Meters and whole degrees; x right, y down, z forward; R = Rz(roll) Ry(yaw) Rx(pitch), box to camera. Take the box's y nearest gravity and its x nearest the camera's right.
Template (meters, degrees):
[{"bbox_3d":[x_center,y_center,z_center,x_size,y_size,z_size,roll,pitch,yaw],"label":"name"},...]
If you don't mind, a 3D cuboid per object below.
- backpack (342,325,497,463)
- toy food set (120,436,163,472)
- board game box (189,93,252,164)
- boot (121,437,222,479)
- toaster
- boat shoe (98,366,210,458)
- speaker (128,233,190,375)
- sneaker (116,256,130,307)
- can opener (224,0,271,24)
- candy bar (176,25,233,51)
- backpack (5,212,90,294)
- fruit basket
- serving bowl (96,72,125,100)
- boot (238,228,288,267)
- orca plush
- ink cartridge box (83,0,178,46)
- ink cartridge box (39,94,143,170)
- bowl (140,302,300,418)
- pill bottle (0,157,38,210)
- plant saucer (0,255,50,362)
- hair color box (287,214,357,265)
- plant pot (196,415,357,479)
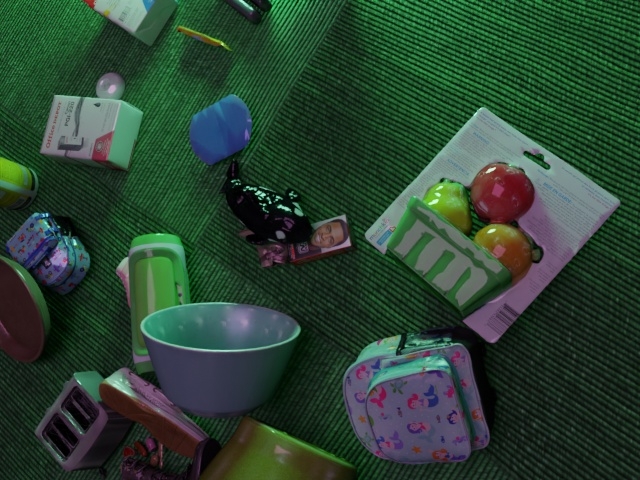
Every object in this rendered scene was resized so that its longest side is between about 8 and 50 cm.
[{"bbox_3d":[0.168,0.285,1.273,0.253,0.191,0.225,-10,102,26],"label":"backpack"},{"bbox_3d":[-0.390,0.474,1.560,0.122,0.019,0.078,-9,75,28],"label":"toy food set"},{"bbox_3d":[-0.223,-0.252,1.634,0.168,0.033,0.133,-24,76,21],"label":"board game box"},{"bbox_3d":[-0.323,0.502,1.469,0.229,0.091,0.263,15,103,25],"label":"boot"},{"bbox_3d":[-0.521,0.409,1.576,0.185,0.110,0.168,39,96,24],"label":"toaster"},{"bbox_3d":[-0.338,0.361,1.518,0.277,0.096,0.098,33,129,6],"label":"boat shoe"},{"bbox_3d":[-0.353,0.141,1.555,0.131,0.131,0.297,-12,75,20],"label":"speaker"},{"bbox_3d":[-0.439,0.098,1.640,0.070,0.051,0.134,-3,75,23],"label":"sneaker"},{"bbox_3d":[-0.238,-0.622,1.680,0.283,0.095,0.076,43,97,24],"label":"can opener"},{"bbox_3d":[-0.280,-0.486,1.699,0.161,0.040,0.018,26,99,25],"label":"candy bar"},{"bbox_3d":[-0.649,0.039,1.702,0.158,0.117,0.173,-41,70,11],"label":"backpack"},{"bbox_3d":[0.313,-0.035,1.328,0.327,0.165,0.353,41,80,23],"label":"fruit basket"},{"bbox_3d":[-0.537,-0.390,1.791,0.083,0.027,0.083,-4,78,20],"label":"serving bowl"},{"bbox_3d":[-0.123,0.017,1.532,0.118,0.042,0.087,-6,79,21],"label":"boot"},{"bbox_3d":[-0.132,-0.095,1.500,0.151,0.102,0.287,-35,51,-3],"label":"orca plush"},{"bbox_3d":[-0.489,-0.607,1.788,0.231,0.078,0.134,35,93,24],"label":"ink cartridge box"},{"bbox_3d":[-0.566,-0.267,1.744,0.217,0.092,0.159,8,82,25],"label":"ink cartridge box"},{"bbox_3d":[-0.198,0.242,1.402,0.311,0.311,0.163,7,101,23],"label":"bowl"},{"bbox_3d":[-0.820,-0.153,1.758,0.119,0.208,0.119,-5,77,21],"label":"pill bottle"},{"bbox_3d":[-0.735,0.159,1.689,0.277,0.041,0.278,14,116,32],"label":"plant saucer"},{"bbox_3d":[0.000,0.000,1.483,0.141,0.043,0.072,-16,72,18],"label":"hair color box"},{"bbox_3d":[-0.105,0.526,1.280,0.366,0.366,0.353,19,75,24],"label":"plant pot"}]
